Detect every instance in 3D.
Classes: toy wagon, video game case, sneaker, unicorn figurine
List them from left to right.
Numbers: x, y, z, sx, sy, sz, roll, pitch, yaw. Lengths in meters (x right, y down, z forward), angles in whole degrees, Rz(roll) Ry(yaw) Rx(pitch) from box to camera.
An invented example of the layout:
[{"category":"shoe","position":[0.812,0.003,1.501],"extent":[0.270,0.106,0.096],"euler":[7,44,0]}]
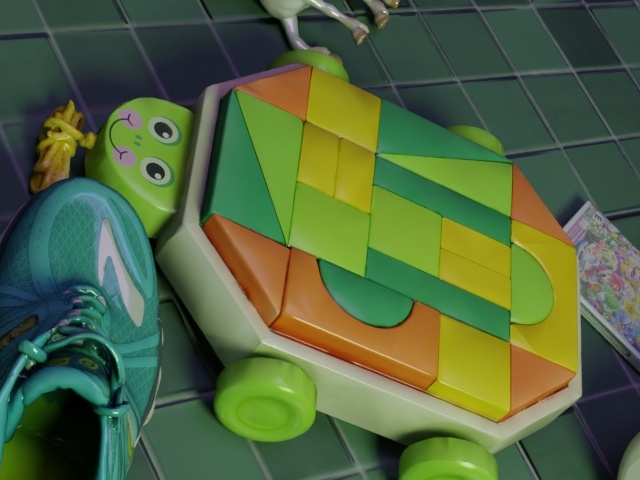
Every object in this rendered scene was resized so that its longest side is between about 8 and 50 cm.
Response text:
[{"category":"sneaker","position":[-0.119,0.073,0.838],"extent":[0.107,0.110,0.275],"euler":[18,47,-16]},{"category":"unicorn figurine","position":[-0.010,-0.171,1.170],"extent":[0.111,0.060,0.162],"euler":[42,26,0]},{"category":"toy wagon","position":[0.000,0.000,1.023],"extent":[0.344,0.068,0.267],"euler":[24,45,-19]},{"category":"video game case","position":[0.205,0.036,1.189],"extent":[0.122,0.011,0.087],"euler":[45,42,2]}]

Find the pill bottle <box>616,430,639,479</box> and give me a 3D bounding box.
[{"category":"pill bottle","position":[0.292,0.134,1.093],"extent":[0.221,0.121,0.121],"euler":[-20,70,-44]}]
